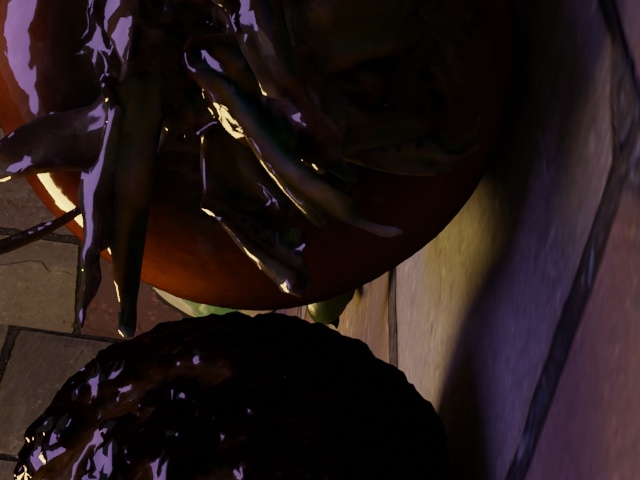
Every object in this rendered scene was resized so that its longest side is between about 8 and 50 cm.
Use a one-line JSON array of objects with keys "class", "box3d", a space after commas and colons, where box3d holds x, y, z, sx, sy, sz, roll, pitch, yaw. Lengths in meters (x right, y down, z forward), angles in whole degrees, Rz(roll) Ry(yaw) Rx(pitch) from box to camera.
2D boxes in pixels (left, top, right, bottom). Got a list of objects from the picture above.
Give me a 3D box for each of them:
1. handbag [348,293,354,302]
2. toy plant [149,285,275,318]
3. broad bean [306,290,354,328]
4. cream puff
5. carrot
[{"class": "handbag", "box3d": [0.000, 0.000, 0.954, 0.139, 0.072, 0.115, -109, 30, -74]}, {"class": "toy plant", "box3d": [-0.100, -0.034, 1.503, 0.332, 0.247, 0.247, 128, 149, -76]}, {"class": "broad bean", "box3d": [0.027, -0.044, 0.791, 0.061, 0.046, 0.195, 45, -123, -80]}, {"class": "cream puff", "box3d": [-0.040, 0.143, 0.498, 0.239, 0.165, 0.239, -173, 90, -84]}, {"class": "carrot", "box3d": [-0.031, -0.072, 0.504, 0.331, 0.214, 0.193, -146, 64, -83]}]
